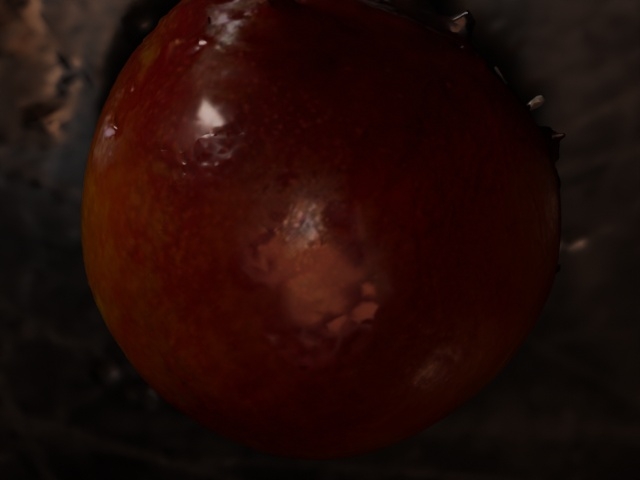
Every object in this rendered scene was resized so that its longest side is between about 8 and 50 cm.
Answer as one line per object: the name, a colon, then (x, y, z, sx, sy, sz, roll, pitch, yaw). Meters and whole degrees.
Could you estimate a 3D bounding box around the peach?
peach: (0.001, 0.001, 0.335, 0.098, 0.061, 0.098, 1, 125, 2)
